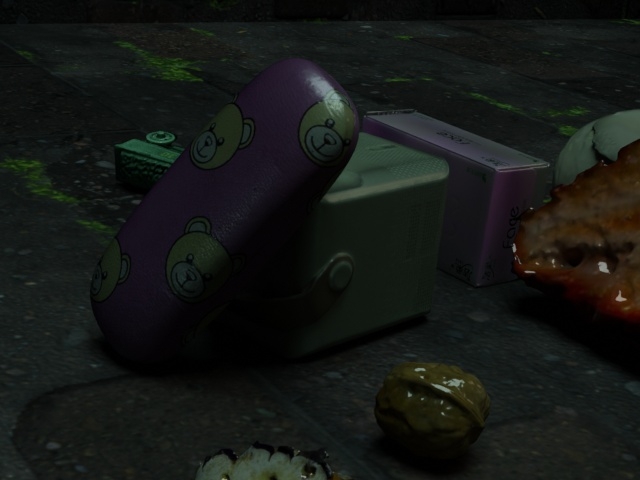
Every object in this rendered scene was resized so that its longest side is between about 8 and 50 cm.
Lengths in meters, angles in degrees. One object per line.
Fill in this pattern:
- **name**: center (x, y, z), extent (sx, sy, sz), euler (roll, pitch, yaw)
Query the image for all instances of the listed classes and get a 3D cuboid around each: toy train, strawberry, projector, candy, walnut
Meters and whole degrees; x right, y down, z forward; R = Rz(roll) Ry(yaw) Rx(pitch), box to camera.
- **toy train**: center (-0.194, -0.095, 1.565), extent (0.172, 0.070, 0.099), euler (18, 30, 29)
- **strawberry**: center (0.354, 0.031, 1.207), extent (0.150, 0.280, 0.253), euler (32, 38, -37)
- **projector**: center (0.000, 0.000, 1.171), extent (0.242, 0.177, 0.163), euler (-14, 27, -42)
- **candy**: center (0.420, -0.049, 1.404), extent (0.295, 0.185, 0.295), euler (7, 31, -4)
- **walnut**: center (0.092, 0.137, 0.955), extent (0.096, 0.083, 0.079), euler (13, 52, 37)

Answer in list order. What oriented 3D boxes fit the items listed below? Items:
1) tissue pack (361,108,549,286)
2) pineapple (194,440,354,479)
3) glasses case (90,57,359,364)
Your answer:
- **tissue pack**: center (0.148, -0.059, 1.420), extent (0.092, 0.149, 0.246), euler (-7, 22, -35)
- **pineapple**: center (-0.016, 0.214, 0.668), extent (0.161, 0.137, 0.176), euler (-45, 41, -7)
- **glasses case**: center (-0.091, -0.024, 1.046), extent (0.076, 0.316, 0.123), euler (20, 28, -55)
